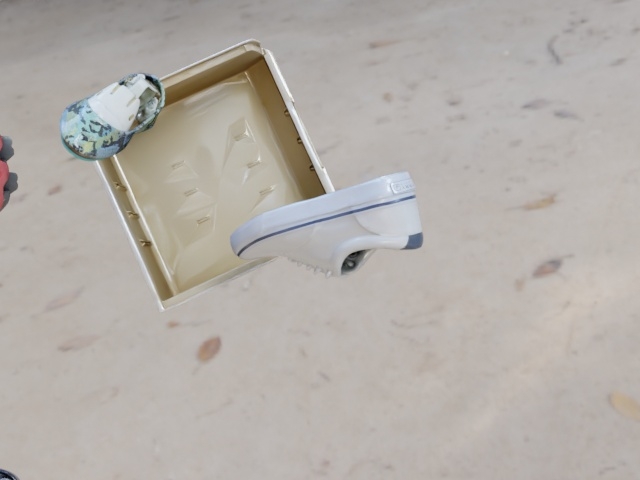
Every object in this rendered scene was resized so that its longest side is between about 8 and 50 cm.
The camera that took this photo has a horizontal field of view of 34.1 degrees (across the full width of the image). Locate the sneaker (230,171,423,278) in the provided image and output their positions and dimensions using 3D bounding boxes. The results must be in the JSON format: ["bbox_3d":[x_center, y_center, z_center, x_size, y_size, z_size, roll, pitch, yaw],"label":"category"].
[{"bbox_3d":[0.000,0.000,1.145,0.258,0.091,0.094,-17,-3,43],"label":"sneaker"}]

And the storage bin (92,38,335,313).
[{"bbox_3d":[-0.132,-0.082,1.333,0.260,0.262,0.123,-25,-1,-1],"label":"storage bin"}]

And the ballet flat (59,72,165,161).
[{"bbox_3d":[-0.198,-0.130,1.023,0.070,0.070,0.188,-10,18,10],"label":"ballet flat"}]

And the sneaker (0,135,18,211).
[{"bbox_3d":[-0.324,-0.131,0.795,0.098,0.276,0.135,15,31,38],"label":"sneaker"}]

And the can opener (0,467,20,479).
[{"bbox_3d":[-0.424,0.270,1.234,0.059,0.186,0.073,-53,2,-36],"label":"can opener"}]
